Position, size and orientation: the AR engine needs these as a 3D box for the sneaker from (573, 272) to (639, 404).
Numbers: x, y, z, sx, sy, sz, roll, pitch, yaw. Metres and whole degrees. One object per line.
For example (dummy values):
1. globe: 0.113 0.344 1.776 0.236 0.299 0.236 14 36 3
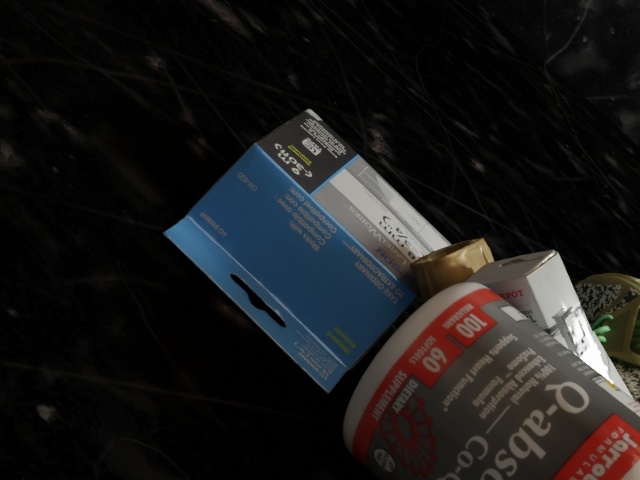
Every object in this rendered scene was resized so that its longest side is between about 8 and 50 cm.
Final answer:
1. sneaker: 0.379 0.159 2.199 0.182 0.158 0.410 15 26 -21

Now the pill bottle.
1. pill bottle: 0.215 0.220 1.563 0.363 0.210 0.210 38 17 21

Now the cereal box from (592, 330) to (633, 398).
1. cereal box: 0.305 0.240 1.814 0.240 0.047 0.173 56 42 -29

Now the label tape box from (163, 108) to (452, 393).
1. label tape box: 0.000 0.000 1.827 0.240 0.106 0.333 44 20 1

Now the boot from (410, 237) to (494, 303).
1. boot: 0.203 0.125 1.834 0.236 0.089 0.269 -23 94 -67

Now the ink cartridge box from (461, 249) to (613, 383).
1. ink cartridge box: 0.212 0.095 1.699 0.063 0.109 0.150 -32 101 -40
